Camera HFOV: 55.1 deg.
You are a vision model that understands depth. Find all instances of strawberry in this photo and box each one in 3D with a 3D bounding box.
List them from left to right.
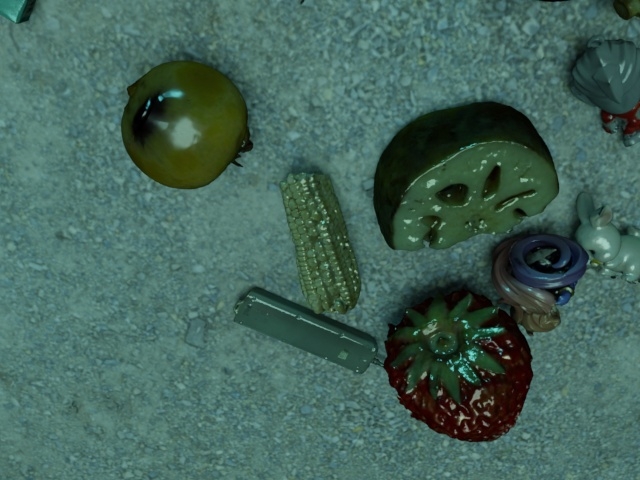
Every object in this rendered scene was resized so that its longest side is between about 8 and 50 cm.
[{"bbox_3d":[0.205,0.199,0.871,0.205,0.205,0.244,-24,135,10],"label":"strawberry"}]

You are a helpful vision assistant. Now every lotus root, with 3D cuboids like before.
[{"bbox_3d":[0.172,-0.082,0.761,0.235,0.119,0.138,-19,120,9],"label":"lotus root"}]

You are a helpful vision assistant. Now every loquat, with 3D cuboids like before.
[{"bbox_3d":[-0.157,-0.134,0.724,0.163,0.137,0.163,-2,100,-11],"label":"loquat"}]

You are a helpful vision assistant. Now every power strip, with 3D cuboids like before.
[{"bbox_3d":[-0.011,0.140,0.916,0.253,0.027,0.060,25,112,-12],"label":"power strip"}]

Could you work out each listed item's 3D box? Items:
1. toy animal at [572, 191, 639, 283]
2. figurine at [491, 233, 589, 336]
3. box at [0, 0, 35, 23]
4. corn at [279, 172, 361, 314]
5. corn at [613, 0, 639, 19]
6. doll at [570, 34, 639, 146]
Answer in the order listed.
[{"bbox_3d":[0.387,0.003,0.831,0.124,0.071,0.085,28,105,-17],"label":"toy animal"},{"bbox_3d":[0.288,0.065,0.842,0.114,0.126,0.157,-12,133,-23],"label":"figurine"},{"bbox_3d":[-0.354,-0.378,0.655,0.162,0.041,0.229,28,112,-14],"label":"box"},{"bbox_3d":[0.000,0.000,0.825,0.087,0.087,0.211,-11,109,5],"label":"corn"},{"bbox_3d":[0.473,-0.359,0.636,0.363,0.120,0.120,-35,111,13],"label":"corn"},{"bbox_3d":[0.362,-0.182,0.746,0.094,0.079,0.180,-21,131,35],"label":"doll"}]
